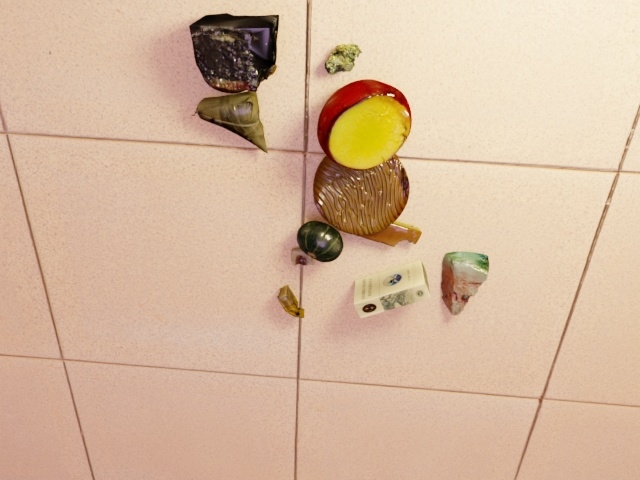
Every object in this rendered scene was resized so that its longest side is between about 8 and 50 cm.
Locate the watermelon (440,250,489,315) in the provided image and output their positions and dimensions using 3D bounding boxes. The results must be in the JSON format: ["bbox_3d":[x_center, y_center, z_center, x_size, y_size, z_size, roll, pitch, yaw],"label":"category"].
[{"bbox_3d":[0.497,0.159,1.939,0.154,0.094,0.241,12,122,7],"label":"watermelon"}]

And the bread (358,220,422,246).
[{"bbox_3d":[0.226,-0.033,1.864,0.226,0.049,0.088,18,117,-5],"label":"bread"}]

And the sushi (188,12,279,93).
[{"bbox_3d":[-0.233,-0.521,1.532,0.228,0.215,0.212,0,120,4],"label":"sushi"}]

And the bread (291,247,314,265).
[{"bbox_3d":[-0.063,0.058,1.948,0.084,0.035,0.070,3,118,6],"label":"bread"}]

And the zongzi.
[{"bbox_3d":[-0.279,-0.357,1.705,0.205,0.094,0.204,-5,127,11],"label":"zongzi"}]

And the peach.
[{"bbox_3d":[0.128,-0.353,1.587,0.275,0.245,0.249,-33,152,25],"label":"peach"}]

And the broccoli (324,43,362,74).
[{"bbox_3d":[0.065,-0.524,1.579,0.097,0.091,0.095,-1,134,-15],"label":"broccoli"}]

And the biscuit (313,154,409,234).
[{"bbox_3d":[0.131,-0.167,1.771,0.319,0.040,0.317,2,108,6],"label":"biscuit"}]

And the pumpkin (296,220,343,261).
[{"bbox_3d":[-0.001,0.003,1.848,0.167,0.167,0.125,34,86,-14],"label":"pumpkin"}]

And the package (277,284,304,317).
[{"bbox_3d":[-0.111,0.235,2.031,0.047,0.071,0.131,-26,116,12],"label":"package"}]

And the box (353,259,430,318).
[{"bbox_3d":[0.249,0.170,1.911,0.257,0.164,0.069,-19,114,15],"label":"box"}]
